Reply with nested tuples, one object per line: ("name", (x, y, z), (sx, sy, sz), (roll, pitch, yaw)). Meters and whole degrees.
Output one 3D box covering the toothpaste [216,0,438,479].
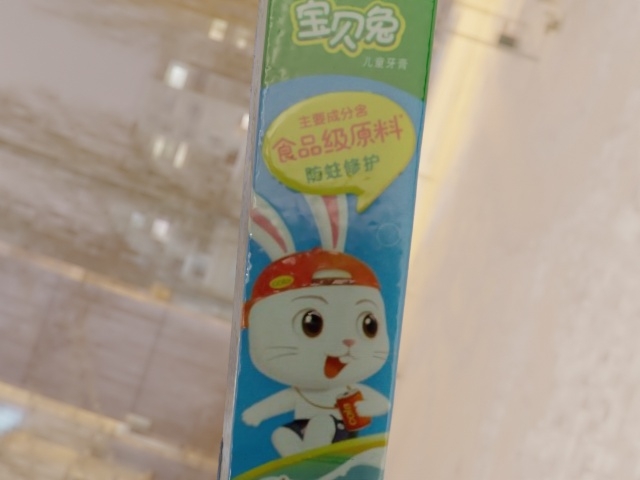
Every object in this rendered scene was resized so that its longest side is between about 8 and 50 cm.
("toothpaste", (0.000, 0.000, 0.715), (0.050, 0.065, 0.267), (-100, 15, -72))
